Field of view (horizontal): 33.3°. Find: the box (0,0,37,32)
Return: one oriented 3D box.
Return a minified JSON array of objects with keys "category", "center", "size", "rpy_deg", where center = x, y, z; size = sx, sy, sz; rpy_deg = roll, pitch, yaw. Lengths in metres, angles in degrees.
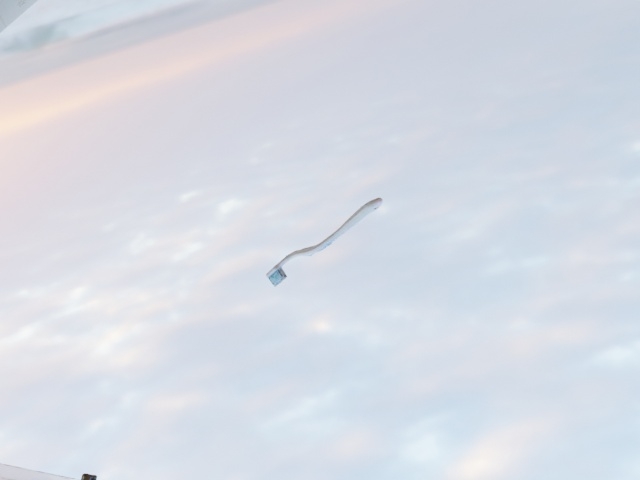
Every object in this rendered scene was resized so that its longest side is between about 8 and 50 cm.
[{"category":"box","center":[-0.347,-0.226,0.991],"size":[0.201,0.058,0.141],"rpy_deg":[-46,170,-11]}]

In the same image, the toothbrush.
[{"category":"toothbrush","center":[0.000,0.000,0.910],"size":[0.014,0.017,0.162],"rpy_deg":[-28,173,-45]}]

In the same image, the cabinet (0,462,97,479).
[{"category":"cabinet","center":[-0.113,0.165,0.405],"size":[0.145,0.150,0.206],"rpy_deg":[10,171,4]}]
